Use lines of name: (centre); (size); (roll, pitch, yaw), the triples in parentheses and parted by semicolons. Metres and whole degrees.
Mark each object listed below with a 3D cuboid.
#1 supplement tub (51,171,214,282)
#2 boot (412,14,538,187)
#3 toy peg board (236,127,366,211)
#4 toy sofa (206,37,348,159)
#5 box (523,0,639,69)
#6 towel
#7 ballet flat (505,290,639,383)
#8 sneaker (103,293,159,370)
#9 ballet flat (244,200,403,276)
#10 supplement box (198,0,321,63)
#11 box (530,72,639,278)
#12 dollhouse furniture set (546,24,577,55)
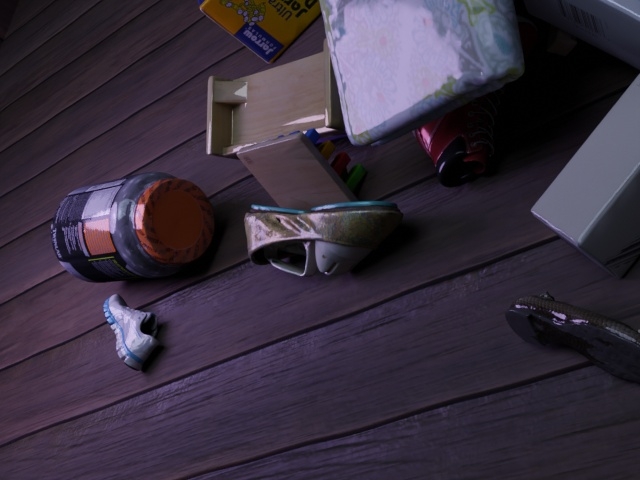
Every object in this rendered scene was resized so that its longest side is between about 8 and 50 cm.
supplement tub: (-0.346, -0.023, 2.197); (0.316, 0.193, 0.193); (-5, 57, 49)
boot: (0.241, -0.193, 1.699); (0.244, 0.088, 0.176); (-50, 33, 22)
toy peg board: (-0.021, -0.120, 1.911); (0.161, 0.160, 0.079); (-10, 38, 48)
toy sofa: (-0.028, -0.229, 2.047); (0.362, 0.177, 0.150); (-7, 80, 49)
box: (0.429, -0.413, 1.488); (0.215, 0.168, 0.345); (36, 88, 27)
towel: (0.122, -0.320, 1.604); (0.374, 0.090, 0.320); (-23, 79, 59)
ballet flat: (0.309, 0.103, 1.360); (0.058, 0.084, 0.250); (-38, 24, -19)
sneaker: (-0.333, 0.151, 2.151); (0.083, 0.071, 0.190); (-43, 42, 8)
ballet flat: (0.000, 0.000, 1.823); (0.348, 0.123, 0.123); (0, 61, 52)
supplement box: (-0.060, -0.560, 2.312); (0.356, 0.195, 0.194); (-43, 34, 18)
box: (0.387, -0.100, 1.413); (0.275, 0.094, 0.113); (-52, 33, 6)
dollhouse furniture set: (0.366, -0.323, 1.682); (0.161, 0.101, 0.182); (125, 157, -73)
